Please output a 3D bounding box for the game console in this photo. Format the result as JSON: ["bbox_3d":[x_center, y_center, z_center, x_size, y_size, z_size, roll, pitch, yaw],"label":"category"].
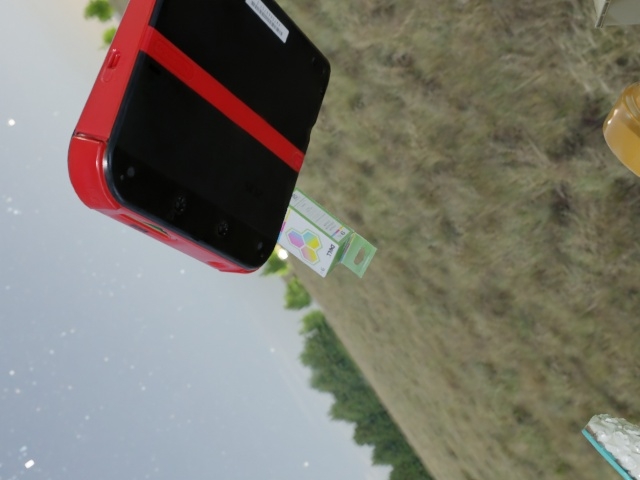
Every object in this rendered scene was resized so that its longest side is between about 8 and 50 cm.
[{"bbox_3d":[-0.128,-0.154,1.057,0.060,0.342,0.386,11,169,28],"label":"game console"}]

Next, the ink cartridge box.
[{"bbox_3d":[0.000,0.000,1.707,0.209,0.062,0.109,37,140,11],"label":"ink cartridge box"}]

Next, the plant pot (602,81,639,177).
[{"bbox_3d":[0.494,-0.177,1.074,0.205,0.205,0.188,54,141,34],"label":"plant pot"}]

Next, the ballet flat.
[{"bbox_3d":[0.577,0.395,1.305,0.409,0.147,0.147,47,178,2],"label":"ballet flat"}]

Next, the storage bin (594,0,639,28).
[{"bbox_3d":[0.628,-0.502,1.492,0.260,0.262,0.123,82,-173,-66],"label":"storage bin"}]
